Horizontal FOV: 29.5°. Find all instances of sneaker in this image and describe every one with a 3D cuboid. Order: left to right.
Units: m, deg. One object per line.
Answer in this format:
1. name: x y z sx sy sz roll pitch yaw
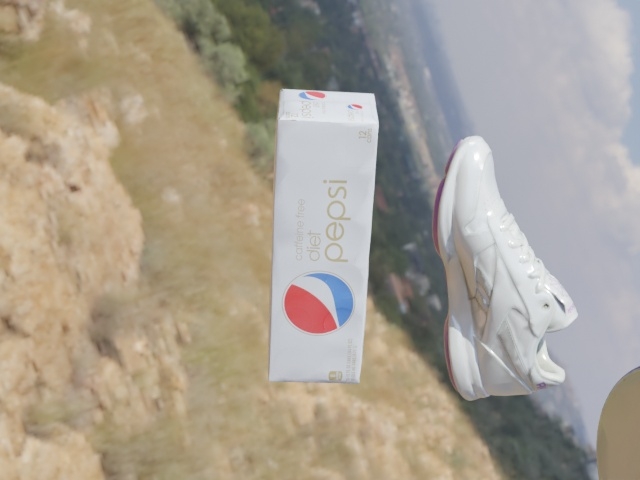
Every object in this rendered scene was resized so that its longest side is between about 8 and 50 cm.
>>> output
1. sneaker: 0.208 0.030 1.357 0.114 0.152 0.305 -43 128 -64

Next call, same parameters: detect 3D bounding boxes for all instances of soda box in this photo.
1. soda box: 0.000 0.000 0.910 0.069 0.074 0.216 -91 -176 -64

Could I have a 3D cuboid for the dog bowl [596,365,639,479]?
1. dog bowl: 0.371 0.222 1.088 0.265 0.104 0.265 39 -44 53
